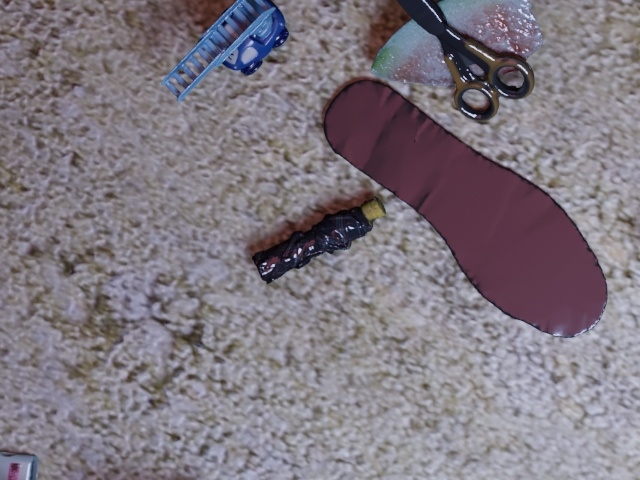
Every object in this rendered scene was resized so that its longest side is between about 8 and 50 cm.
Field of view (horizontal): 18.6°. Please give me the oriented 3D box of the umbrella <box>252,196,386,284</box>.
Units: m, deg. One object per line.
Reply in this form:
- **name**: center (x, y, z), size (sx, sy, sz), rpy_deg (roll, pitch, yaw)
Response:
- **umbrella**: center (0.000, 0.000, 1.946), size (0.144, 0.037, 0.040), rpy_deg (-28, 107, 11)

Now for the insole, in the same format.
- **insole**: center (0.144, -0.035, 1.929), size (0.348, 0.009, 0.119), rpy_deg (40, 93, 14)

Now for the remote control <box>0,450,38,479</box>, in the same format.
- **remote control**: center (-0.329, 0.301, 2.005), size (0.065, 0.029, 0.166), rpy_deg (5, 86, 15)

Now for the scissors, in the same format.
- **scissors**: center (0.113, -0.207, 1.881), size (0.088, 0.017, 0.220), rpy_deg (-31, 114, 34)

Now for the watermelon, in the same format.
- **watermelon**: center (0.135, -0.201, 1.919), size (0.180, 0.081, 0.094), rpy_deg (-9, 99, 29)

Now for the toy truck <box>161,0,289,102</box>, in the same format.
- **toy truck**: center (-0.096, -0.193, 1.969), size (0.136, 0.074, 0.063), rpy_deg (-46, 77, 7)
